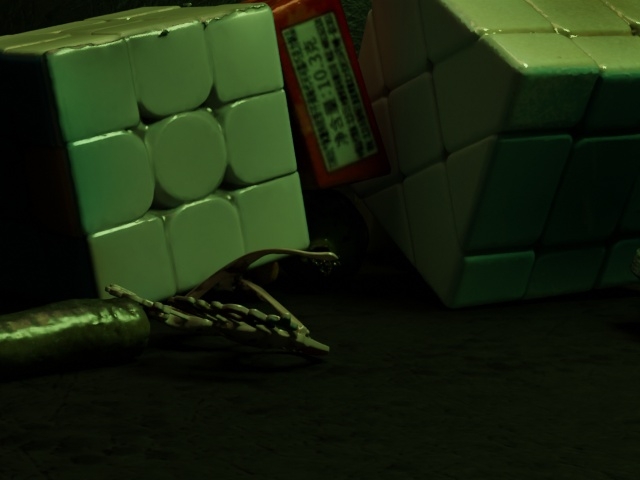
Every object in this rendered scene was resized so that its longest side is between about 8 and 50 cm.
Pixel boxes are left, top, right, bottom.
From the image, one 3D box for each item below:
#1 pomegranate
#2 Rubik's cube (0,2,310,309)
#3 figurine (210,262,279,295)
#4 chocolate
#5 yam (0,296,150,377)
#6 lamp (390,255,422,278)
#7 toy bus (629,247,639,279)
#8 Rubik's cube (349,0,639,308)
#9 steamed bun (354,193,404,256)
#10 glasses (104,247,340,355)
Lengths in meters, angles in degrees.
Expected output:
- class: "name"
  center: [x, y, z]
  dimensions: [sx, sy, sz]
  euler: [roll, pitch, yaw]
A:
- class: "pomegranate"
  center: [0.002, -0.004, 1.672]
  dimensions: [0.130, 0.130, 0.130]
  euler: [1, 8, 0]
- class: "Rubik's cube"
  center: [-0.223, -0.100, 1.558]
  dimensions: [0.291, 0.290, 0.292]
  euler: [-19, 17, -35]
- class: "figurine"
  center: [-0.094, 0.043, 1.605]
  dimensions: [0.064, 0.047, 0.109]
  euler: [17, 25, 39]
- class: "chocolate"
  center: [-0.048, -0.171, 1.648]
  dimensions: [0.108, 0.237, 0.235]
  euler: [-24, 15, -32]
- class: "yam"
  center: [-0.268, 0.090, 1.175]
  dimensions: [0.274, 0.061, 0.061]
  euler: [-8, 12, -41]
- class: "lamp"
  center: [0.138, 0.034, 1.769]
  dimensions: [0.083, 0.031, 0.063]
  euler: [10, 13, 33]
- class: "toy bus"
  center: [0.509, -0.018, 1.501]
  dimensions: [0.233, 0.203, 0.427]
  euler: [27, 17, 23]
- class: "Rubik's cube"
  center: [0.242, -0.145, 1.633]
  dimensions: [0.316, 0.321, 0.319]
  euler: [-4, 36, -27]
- class: "steamed bun"
  center: [0.150, -0.098, 1.917]
  dimensions: [0.200, 0.250, 0.155]
  euler: [2, 5, -4]
- class: "glasses"
  center: [-0.089, 0.047, 1.277]
  dimensions: [0.162, 0.095, 0.255]
  euler: [11, -5, -39]
